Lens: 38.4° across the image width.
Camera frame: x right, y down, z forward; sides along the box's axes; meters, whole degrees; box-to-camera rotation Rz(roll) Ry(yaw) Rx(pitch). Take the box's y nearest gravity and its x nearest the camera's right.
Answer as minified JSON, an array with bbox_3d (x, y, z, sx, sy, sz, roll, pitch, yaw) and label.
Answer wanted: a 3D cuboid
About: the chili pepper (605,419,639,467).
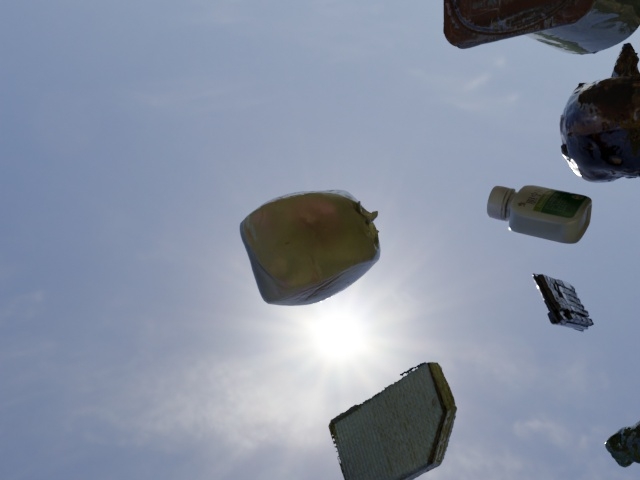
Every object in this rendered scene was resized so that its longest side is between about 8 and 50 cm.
[{"bbox_3d":[0.425,0.206,1.121,0.073,0.182,0.050,36,177,44],"label":"chili pepper"}]

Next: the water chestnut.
[{"bbox_3d":[0.613,-0.253,1.829,0.300,0.300,0.300,16,-151,-9],"label":"water chestnut"}]

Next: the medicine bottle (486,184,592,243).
[{"bbox_3d":[0.413,-0.055,1.742,0.183,0.069,0.119,14,-142,29],"label":"medicine bottle"}]

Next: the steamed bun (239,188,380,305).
[{"bbox_3d":[0.000,0.000,1.378,0.239,0.153,0.170,-13,-100,-59],"label":"steamed bun"}]

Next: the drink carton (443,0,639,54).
[{"bbox_3d":[0.268,-0.302,1.028,0.190,0.191,0.185,5,173,-42],"label":"drink carton"}]

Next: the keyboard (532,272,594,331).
[{"bbox_3d":[0.321,0.081,1.204,0.231,0.023,0.072,16,-130,-64],"label":"keyboard"}]

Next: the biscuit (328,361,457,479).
[{"bbox_3d":[0.122,0.308,1.467,0.052,0.252,0.150,6,-126,-43],"label":"biscuit"}]
